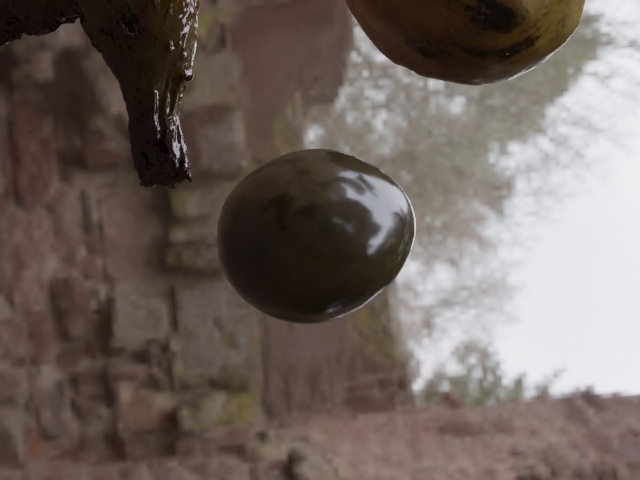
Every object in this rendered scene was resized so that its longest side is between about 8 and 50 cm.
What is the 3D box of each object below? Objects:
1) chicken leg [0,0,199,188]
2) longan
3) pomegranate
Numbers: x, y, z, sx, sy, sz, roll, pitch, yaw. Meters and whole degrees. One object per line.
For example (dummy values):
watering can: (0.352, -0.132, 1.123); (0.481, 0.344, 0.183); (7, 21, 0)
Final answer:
chicken leg: (-0.189, -0.194, 1.290); (0.177, 0.322, 0.083); (-52, 171, 11)
longan: (0.000, 0.000, 1.496); (0.204, 0.184, 0.159); (46, 33, -64)
pomegranate: (0.159, -0.308, 1.761); (0.281, 0.281, 0.281); (174, -90, -82)
